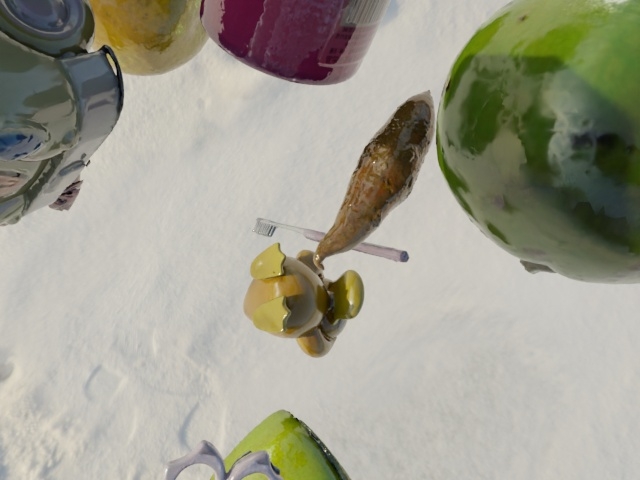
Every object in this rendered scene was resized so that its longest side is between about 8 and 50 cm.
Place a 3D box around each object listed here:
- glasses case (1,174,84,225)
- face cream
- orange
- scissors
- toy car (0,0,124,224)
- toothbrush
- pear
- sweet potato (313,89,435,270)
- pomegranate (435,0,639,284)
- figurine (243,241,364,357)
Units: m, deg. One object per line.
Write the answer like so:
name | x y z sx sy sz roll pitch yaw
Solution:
glasses case | -0.426 -0.067 0.890 0.193 0.070 0.102 -35 138 -43
face cream | -0.009 -0.271 0.561 0.175 0.195 0.175 15 40 -13
orange | -0.286 -0.400 0.946 0.235 0.279 0.279 -35 98 -8
scissors | -0.097 0.253 0.488 0.100 0.015 0.189 17 96 -21
toy car | -0.344 -0.163 0.449 0.226 0.242 0.336 -35 94 -46
toothbrush | 0.000 0.000 0.982 0.024 0.354 0.029 32 77 -42
pear | -0.079 0.475 1.052 0.292 0.159 0.292 -14 117 -29
sweet potato | 0.056 -0.056 0.561 0.060 0.068 0.206 36 70 -5
pomegranate | 0.220 -0.113 0.433 0.236 0.236 0.302 29 92 -13
figurine | -0.034 0.115 1.144 0.228 0.215 0.215 8 87 -27
